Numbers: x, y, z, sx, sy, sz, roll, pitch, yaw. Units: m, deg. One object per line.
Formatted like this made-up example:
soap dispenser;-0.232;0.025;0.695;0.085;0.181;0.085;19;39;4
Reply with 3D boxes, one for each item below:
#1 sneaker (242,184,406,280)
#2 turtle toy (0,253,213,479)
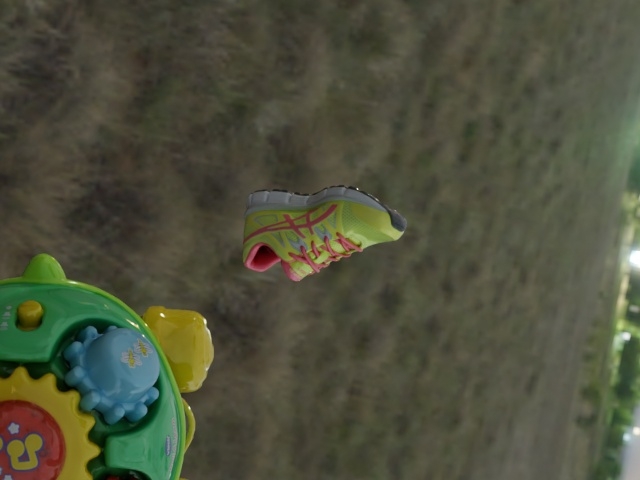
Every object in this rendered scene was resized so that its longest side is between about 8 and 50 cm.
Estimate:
sneaker;0.000;0.000;1.349;0.081;0.208;0.094;35;63;-42
turtle toy;-0.078;0.068;0.349;0.066;0.095;0.130;145;-54;-86
